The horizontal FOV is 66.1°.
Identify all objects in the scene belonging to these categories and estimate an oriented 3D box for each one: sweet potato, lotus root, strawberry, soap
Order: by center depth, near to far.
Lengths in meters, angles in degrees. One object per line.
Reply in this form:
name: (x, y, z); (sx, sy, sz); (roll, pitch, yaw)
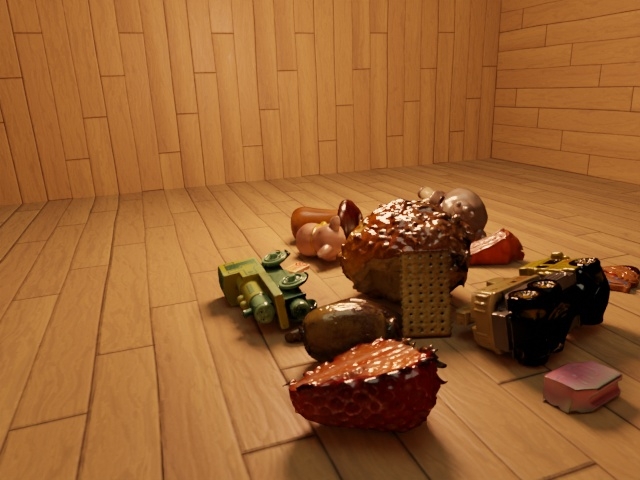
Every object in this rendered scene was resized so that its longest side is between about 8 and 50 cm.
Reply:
strawberry: (0.108, 0.299, 0.956); (0.280, 0.150, 0.253); (-18, 4, -37)
soap: (0.540, 0.303, 1.026); (0.149, 0.056, 0.100); (-12, 17, -29)
lotus root: (0.085, 0.219, 1.182); (0.278, 0.154, 0.154); (-1, 17, -7)
sweet potato: (0.069, 0.209, 1.345); (0.346, 0.079, 0.108); (-8, 30, -7)

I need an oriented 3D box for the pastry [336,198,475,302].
pastry: (0.271, 0.027, 1.514); (0.405, 0.292, 0.337); (-3, 41, 29)

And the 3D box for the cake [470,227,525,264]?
cake: (0.594, 0.033, 1.805); (0.287, 0.135, 0.098); (-10, 31, 4)

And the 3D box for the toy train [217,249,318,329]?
toy train: (-0.160, 0.151, 1.463); (0.237, 0.150, 0.369); (-17, 21, -16)

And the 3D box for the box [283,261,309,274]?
box: (-0.089, 0.103, 1.800); (0.058, 0.015, 0.093); (12, 22, 33)

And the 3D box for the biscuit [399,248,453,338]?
biscuit: (0.280, 0.141, 1.301); (0.139, 0.231, 0.016); (-2, -4, -1)

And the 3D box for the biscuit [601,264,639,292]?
biscuit: (0.950, 0.118, 1.608); (0.280, 0.043, 0.183); (-13, 24, -23)

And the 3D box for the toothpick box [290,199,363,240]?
toothpick box: (0.032, -0.072, 2.080); (0.294, 0.192, 0.192); (-2, 16, 20)

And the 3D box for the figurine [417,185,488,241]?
figurine: (0.543, -0.123, 2.029); (0.203, 0.248, 0.380); (-34, 30, -4)

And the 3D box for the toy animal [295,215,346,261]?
toy animal: (0.000, -0.003, 1.904); (0.149, 0.165, 0.248); (16, -10, -34)

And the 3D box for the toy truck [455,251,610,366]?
toy truck: (0.555, 0.163, 1.281); (0.405, 0.181, 0.254); (-17, 15, -32)
